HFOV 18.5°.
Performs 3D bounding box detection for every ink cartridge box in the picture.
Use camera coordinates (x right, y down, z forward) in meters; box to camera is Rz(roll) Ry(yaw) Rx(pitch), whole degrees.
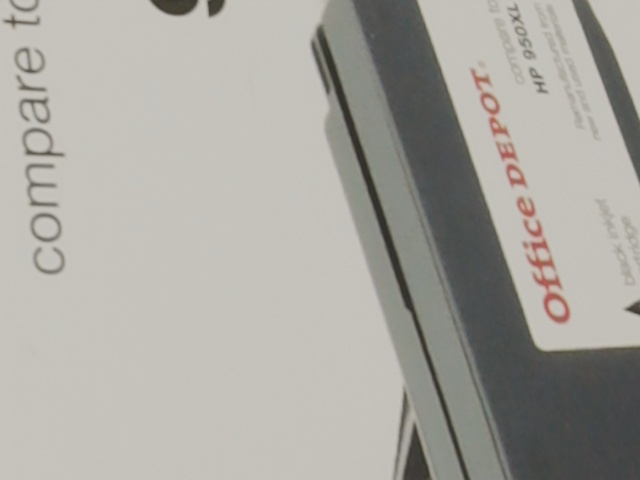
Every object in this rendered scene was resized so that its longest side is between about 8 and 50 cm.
[{"bbox_3d":[0.000,0.000,0.536,0.166,0.394,0.286,-31,63,55],"label":"ink cartridge box"}]
